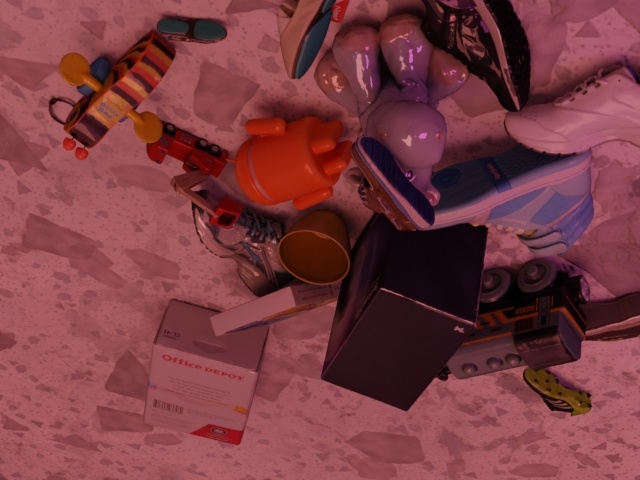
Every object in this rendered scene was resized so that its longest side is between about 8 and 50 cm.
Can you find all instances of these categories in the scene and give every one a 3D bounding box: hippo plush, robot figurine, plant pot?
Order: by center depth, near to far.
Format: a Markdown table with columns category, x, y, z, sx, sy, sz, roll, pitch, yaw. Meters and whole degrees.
| category | x | y | z | sx | sy | sz | roll | pitch | yaw |
| --- | --- | --- | --- | --- | --- | --- | --- | --- | --- |
| hippo plush | 0.091 | -0.178 | 1.791 | 0.234 | 0.236 | 0.294 | 17 | 139 | -5 |
| robot figurine | -0.053 | -0.134 | 1.965 | 0.219 | 0.128 | 0.158 | -17 | 158 | 29 |
| plant pot | 0.000 | 0.000 | 2.117 | 0.134 | 0.095 | 0.134 | 11 | 136 | 11 |

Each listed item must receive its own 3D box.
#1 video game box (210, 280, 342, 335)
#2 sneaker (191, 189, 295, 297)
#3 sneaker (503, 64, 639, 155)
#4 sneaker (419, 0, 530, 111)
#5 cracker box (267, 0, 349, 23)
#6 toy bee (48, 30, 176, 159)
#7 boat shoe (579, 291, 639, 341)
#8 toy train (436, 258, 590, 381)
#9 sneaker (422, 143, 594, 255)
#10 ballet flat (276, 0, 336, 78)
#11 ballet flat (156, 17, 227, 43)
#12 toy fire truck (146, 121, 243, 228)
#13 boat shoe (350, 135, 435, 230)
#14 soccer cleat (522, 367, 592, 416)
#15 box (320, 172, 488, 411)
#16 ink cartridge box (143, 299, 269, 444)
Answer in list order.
| category | x | y | z | sx | sy | sz | roll | pitch | yaw |
| --- | --- | --- | --- | --- | --- | --- | --- | --- | --- |
| video game box | -0.076 | 0.126 | 2.238 | 0.205 | 0.187 | 0.048 | -22 | 84 | 34 |
| sneaker | -0.129 | -0.015 | 2.154 | 0.122 | 0.110 | 0.283 | -25 | 134 | 21 |
| sneaker | 0.429 | -0.208 | 1.794 | 0.297 | 0.111 | 0.129 | -4 | 120 | 14 |
| sneaker | 0.219 | -0.310 | 1.726 | 0.124 | 0.107 | 0.283 | -8 | 126 | 31 |
| cracker box | -0.056 | -0.421 | 1.687 | 0.232 | 0.067 | 0.155 | 16 | 139 | -4 |
| toy bee | -0.354 | -0.210 | 1.933 | 0.195 | 0.162 | 0.298 | 22 | 138 | -13 |
| boat shoe | 0.529 | 0.156 | 2.169 | 0.228 | 0.081 | 0.068 | -13 | 129 | 24 |
| toy train | 0.331 | 0.155 | 2.137 | 0.334 | 0.190 | 0.142 | -16 | 131 | 29 |
| sneaker | 0.305 | -0.036 | 1.918 | 0.319 | 0.127 | 0.208 | -18 | 127 | 7 |
| ballet flat | -0.017 | -0.339 | 1.670 | 0.086 | 0.086 | 0.248 | 21 | 136 | -9 |
| ballet flat | -0.201 | -0.331 | 1.855 | 0.114 | 0.041 | 0.041 | 8 | 139 | 6 |
| toy fire truck | -0.219 | -0.113 | 2.022 | 0.192 | 0.135 | 0.047 | 25 | 138 | -13 |
| boat shoe | 0.090 | -0.073 | 1.684 | 0.066 | 0.066 | 0.183 | -24 | 123 | 29 |
| soccer cleat | 0.472 | 0.314 | 2.380 | 0.179 | 0.060 | 0.072 | 29 | 138 | -21 |
| box | 0.148 | 0.083 | 2.026 | 0.183 | 0.294 | 0.296 | 20 | 138 | -8 |
| ink cartridge box | -0.245 | 0.287 | 2.482 | 0.226 | 0.131 | 0.306 | 15 | 138 | -2 |
